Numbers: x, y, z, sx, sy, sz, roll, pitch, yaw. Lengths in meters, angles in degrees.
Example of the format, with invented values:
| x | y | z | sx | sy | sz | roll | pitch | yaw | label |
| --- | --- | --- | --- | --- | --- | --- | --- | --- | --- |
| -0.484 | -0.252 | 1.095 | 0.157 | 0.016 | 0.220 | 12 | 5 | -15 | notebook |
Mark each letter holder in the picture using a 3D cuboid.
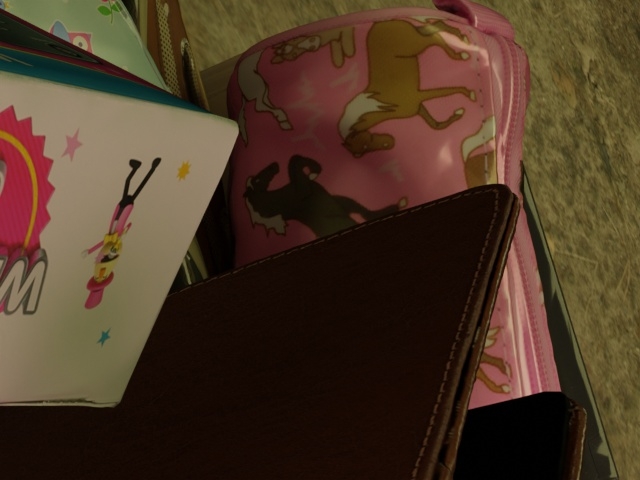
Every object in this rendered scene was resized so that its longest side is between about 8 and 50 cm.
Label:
| x | y | z | sx | sy | sz | roll | pitch | yaw | label |
| --- | --- | --- | --- | --- | --- | --- | --- | --- | --- |
| -0.044 | 0.124 | 0.637 | 0.152 | 0.302 | 0.214 | 60 | 25 | -21 | letter holder |

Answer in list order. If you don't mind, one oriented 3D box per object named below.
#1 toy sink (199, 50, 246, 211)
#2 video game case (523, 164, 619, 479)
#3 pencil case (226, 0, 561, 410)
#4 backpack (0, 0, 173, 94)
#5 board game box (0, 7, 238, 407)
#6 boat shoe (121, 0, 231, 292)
| x | y | z | sx | sy | sz | roll | pitch | yaw | label |
| --- | --- | --- | --- | --- | --- | --- | --- | --- | --- |
| 0.000 | 0.000 | 1.048 | 0.234 | 0.131 | 0.153 | 68 | 24 | -3 | toy sink |
| 0.112 | 0.051 | 1.196 | 0.248 | 0.035 | 0.275 | 123 | -47 | -73 | video game case |
| 0.044 | 0.077 | 0.826 | 0.160 | 0.167 | 0.386 | 92 | -9 | -71 | pencil case |
| -0.157 | -0.057 | 0.719 | 0.166 | 0.144 | 0.188 | -38 | 100 | -33 | backpack |
| -0.208 | -0.060 | 0.463 | 0.303 | 0.097 | 0.224 | 29 | 10 | 24 | board game box |
| -0.115 | -0.066 | 0.890 | 0.120 | 0.122 | 0.324 | -2 | 82 | -72 | boat shoe |
